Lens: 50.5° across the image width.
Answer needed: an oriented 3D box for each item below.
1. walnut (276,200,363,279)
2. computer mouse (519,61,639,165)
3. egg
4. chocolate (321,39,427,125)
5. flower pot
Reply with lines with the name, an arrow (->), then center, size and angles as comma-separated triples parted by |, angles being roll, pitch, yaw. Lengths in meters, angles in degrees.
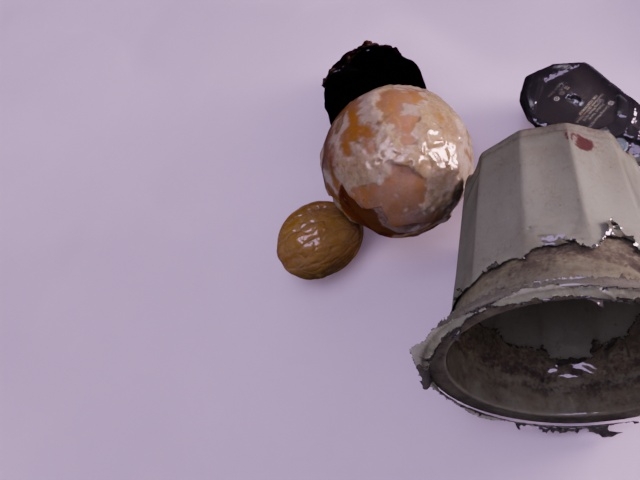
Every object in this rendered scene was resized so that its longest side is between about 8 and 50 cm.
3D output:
walnut -> 0.000, 0.000, 0.920 | 0.125, 0.105, 0.105 | -20, 58, 2
computer mouse -> 0.334, -0.153, 0.859 | 0.106, 0.062, 0.192 | -45, 61, -2
egg -> 0.094, -0.101, 0.863 | 0.195, 0.195, 0.233 | -42, 23, 1
chocolate -> 0.076, -0.233, 1.000 | 0.156, 0.156, 0.133 | -23, 30, 14
flower pot -> 0.244, 0.029, 0.699 | 0.291, 0.290, 0.258 | -8, 52, 22
